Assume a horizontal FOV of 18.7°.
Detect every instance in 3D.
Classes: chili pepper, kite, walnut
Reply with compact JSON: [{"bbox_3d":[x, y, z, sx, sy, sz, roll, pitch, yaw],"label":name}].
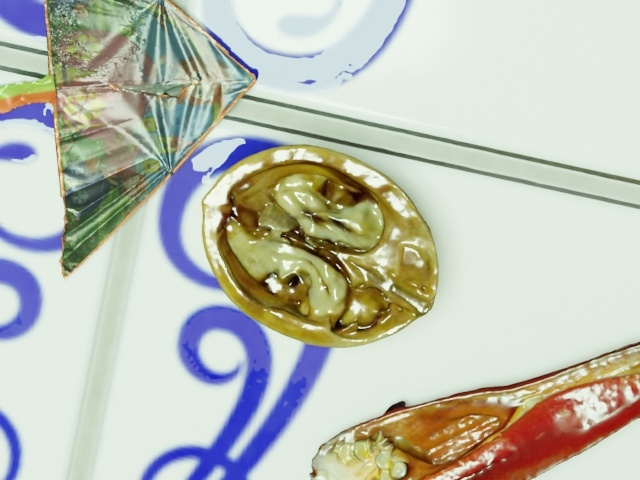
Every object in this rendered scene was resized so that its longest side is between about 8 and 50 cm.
[{"bbox_3d":[0.074,0.102,0.963,0.268,0.059,0.050,-22,137,3],"label":"chili pepper"},{"bbox_3d":[-0.110,-0.074,0.952,0.159,0.010,0.190,-2,99,4],"label":"kite"},{"bbox_3d":[0.000,0.000,0.941,0.121,0.052,0.091,28,99,-5],"label":"walnut"}]
